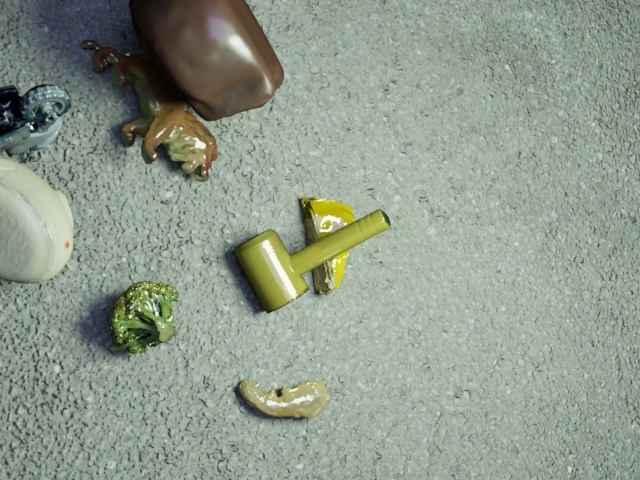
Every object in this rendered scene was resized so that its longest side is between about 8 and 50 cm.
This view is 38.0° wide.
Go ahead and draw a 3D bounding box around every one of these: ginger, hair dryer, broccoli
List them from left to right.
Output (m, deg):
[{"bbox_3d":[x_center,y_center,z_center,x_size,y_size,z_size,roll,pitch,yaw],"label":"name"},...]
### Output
[{"bbox_3d":[-0.298,0.132,1.579,0.131,0.120,0.130,3,108,-54],"label":"broccoli"},{"bbox_3d":[-0.064,0.288,1.687,0.173,0.051,0.069,5,77,-23],"label":"ginger"},{"bbox_3d":[-0.008,0.010,1.670,0.279,0.090,0.135,-28,92,12],"label":"hair dryer"}]

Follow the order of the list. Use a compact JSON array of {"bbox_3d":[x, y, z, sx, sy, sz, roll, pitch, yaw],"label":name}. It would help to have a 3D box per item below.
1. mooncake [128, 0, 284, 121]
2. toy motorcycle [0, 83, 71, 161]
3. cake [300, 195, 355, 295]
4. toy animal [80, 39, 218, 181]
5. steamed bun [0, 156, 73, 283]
[{"bbox_3d":[-0.188,-0.332,1.595,0.174,0.326,0.334,-30,132,6],"label":"mooncake"},{"bbox_3d":[-0.536,-0.182,1.529,0.270,0.159,0.106,-21,80,-7],"label":"toy motorcycle"},{"bbox_3d":[0.002,0.000,1.742,0.116,0.080,0.185,27,78,-19],"label":"cake"},{"bbox_3d":[-0.289,-0.241,1.661,0.157,0.097,0.312,-22,88,-35],"label":"toy animal"},{"bbox_3d":[-0.497,-0.036,1.506,0.228,0.177,0.131,39,25,1],"label":"steamed bun"}]
